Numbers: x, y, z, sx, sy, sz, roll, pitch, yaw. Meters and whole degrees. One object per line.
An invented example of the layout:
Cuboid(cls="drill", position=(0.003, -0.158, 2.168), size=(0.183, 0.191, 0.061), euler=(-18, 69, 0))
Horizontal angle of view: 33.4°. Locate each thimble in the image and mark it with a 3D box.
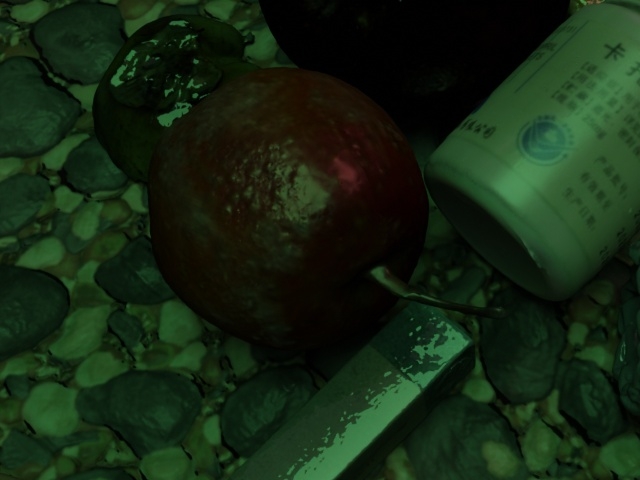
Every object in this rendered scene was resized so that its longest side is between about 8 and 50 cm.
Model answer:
Cuboid(cls="thimble", position=(0.300, 0.071, 0.850), size=(0.118, 0.127, 0.151), euler=(5, 51, 9))

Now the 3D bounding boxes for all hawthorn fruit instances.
Cuboid(cls="hawthorn fruit", position=(-0.028, -0.022, 0.876), size=(0.235, 0.263, 0.231), euler=(-25, 104, 0))

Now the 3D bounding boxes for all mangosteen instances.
Cuboid(cls="mangosteen", position=(0.083, -0.257, 0.985), size=(0.297, 0.293, 0.297), euler=(0, 90, 4))

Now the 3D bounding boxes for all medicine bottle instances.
Cuboid(cls="medicine bottle", position=(0.240, -0.101, 0.897), size=(0.293, 0.170, 0.170), euler=(-43, 65, -7))

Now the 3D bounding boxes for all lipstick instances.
Cuboid(cls="lipstick", position=(-0.004, 0.182, 0.878), size=(0.317, 0.066, 0.068), euler=(-43, 65, -13))

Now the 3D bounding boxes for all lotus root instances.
Cuboid(cls="lotus root", position=(-0.144, -0.158, 1.068), size=(0.183, 0.078, 0.204), euler=(21, 67, 17))

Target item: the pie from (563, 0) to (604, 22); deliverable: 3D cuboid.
Cuboid(cls="pie", position=(0.325, -0.248, 1.052), size=(0.218, 0.052, 0.185), euler=(30, 70, 19))

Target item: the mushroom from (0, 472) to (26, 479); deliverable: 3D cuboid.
Cuboid(cls="mushroom", position=(-0.270, 0.301, 0.712), size=(0.314, 0.336, 0.314), euler=(-2, 72, 6))
